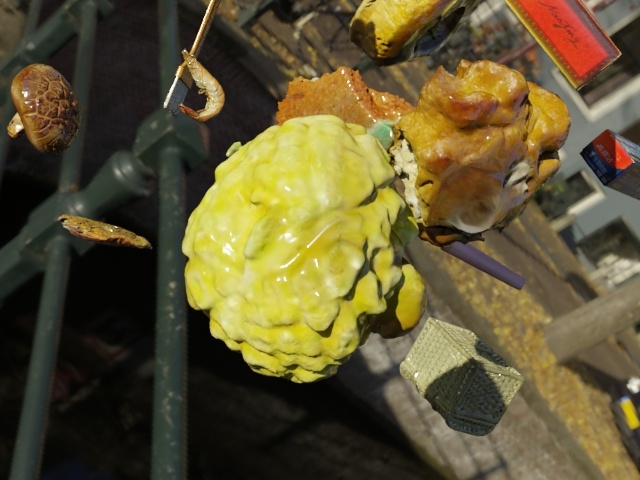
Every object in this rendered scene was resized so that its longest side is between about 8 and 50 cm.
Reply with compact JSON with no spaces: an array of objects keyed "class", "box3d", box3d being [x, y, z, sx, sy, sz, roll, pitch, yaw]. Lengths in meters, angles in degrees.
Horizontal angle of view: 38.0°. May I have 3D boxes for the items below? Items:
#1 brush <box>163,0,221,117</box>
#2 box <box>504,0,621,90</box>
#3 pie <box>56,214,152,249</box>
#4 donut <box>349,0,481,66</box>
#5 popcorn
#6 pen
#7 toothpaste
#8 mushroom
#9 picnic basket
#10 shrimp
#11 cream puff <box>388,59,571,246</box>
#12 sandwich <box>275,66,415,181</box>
[{"class":"brush","box3d":[-0.236,-0.395,1.828,0.017,0.315,0.090,21,-4,6]},{"class":"box","box3d":[0.307,-0.273,1.178,0.153,0.074,0.240,55,20,-1]},{"class":"pie","box3d":[-0.325,-0.007,1.446,0.169,0.034,0.092,18,1,-41]},{"class":"donut","box3d":[0.223,-0.503,2.037,0.160,0.330,0.330,54,22,5]},{"class":"popcorn","box3d":[0.000,0.000,0.882,0.251,0.205,0.237,-33,98,-44]},{"class":"pen","box3d":[0.249,0.026,1.533,0.197,0.032,0.053,30,2,-11]},{"class":"toothpaste","box3d":[0.548,-0.115,1.601,0.320,0.066,0.076,8,46,-52]},{"class":"mushroom","box3d":[-0.387,-0.185,1.312,0.109,0.085,0.126,-38,119,-33]},{"class":"picnic basket","box3d":[0.271,0.273,1.842,0.134,0.154,0.196,19,14,-32]},{"class":"shrimp","box3d":[-0.218,-0.269,1.618,0.091,0.025,0.127,-36,107,-29]},{"class":"cream puff","box3d":[0.193,-0.104,1.182,0.241,0.269,0.155,11,42,-29]},{"class":"sandwich","box3d":[0.027,-0.154,1.423,0.109,0.292,0.212,-12,97,-60]}]
